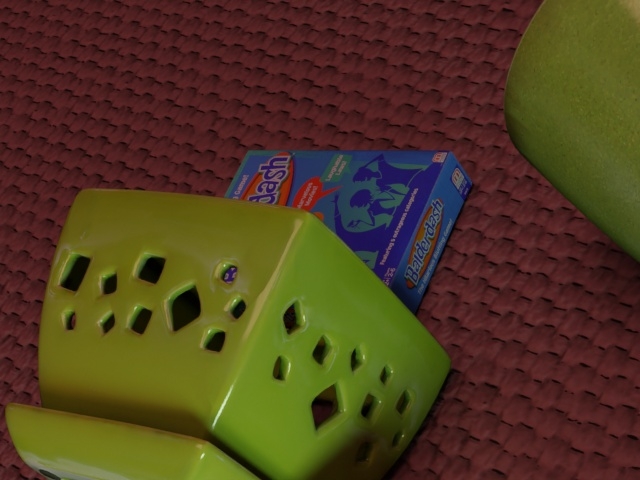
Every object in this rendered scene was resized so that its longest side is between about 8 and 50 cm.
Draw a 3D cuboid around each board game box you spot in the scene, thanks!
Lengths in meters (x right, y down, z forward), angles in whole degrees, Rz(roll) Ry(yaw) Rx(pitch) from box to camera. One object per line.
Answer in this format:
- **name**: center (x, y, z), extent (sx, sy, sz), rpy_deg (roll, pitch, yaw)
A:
- **board game box**: center (0.000, 0.000, 1.441), extent (0.210, 0.047, 0.160), rpy_deg (1, 54, 37)

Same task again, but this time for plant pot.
- **plant pot**: center (-0.074, 0.111, 1.267), extent (0.227, 0.228, 0.207), rpy_deg (5, 64, 38)
- **plant pot**: center (0.308, -0.044, 1.133), extent (0.275, 0.275, 0.293), rpy_deg (-34, 56, 3)
